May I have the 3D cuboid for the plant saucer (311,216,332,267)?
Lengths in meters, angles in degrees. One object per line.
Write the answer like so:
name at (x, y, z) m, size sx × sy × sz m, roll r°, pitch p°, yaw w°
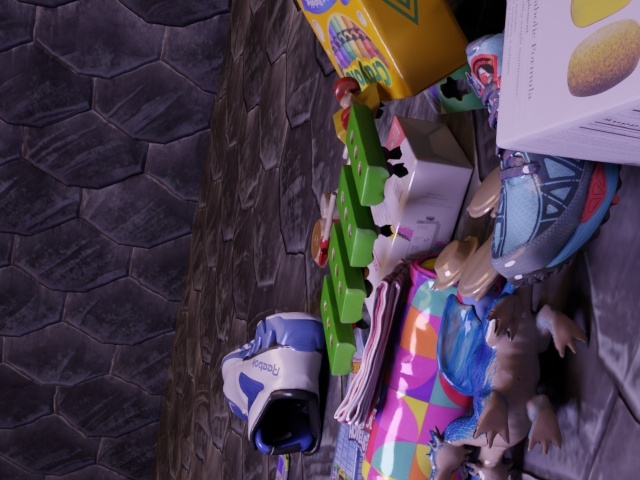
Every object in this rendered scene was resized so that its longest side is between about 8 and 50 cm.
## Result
plant saucer at (0.000, 0.000, 1.769) m, size 0.083 × 0.015 × 0.083 m, roll -174°, pitch 90°, yaw -76°

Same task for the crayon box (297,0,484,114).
crayon box at (0.043, -0.253, 1.184) m, size 0.323 × 0.083 × 0.203 m, roll 59°, pitch 170°, yaw -9°

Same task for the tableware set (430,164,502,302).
tableware set at (0.144, -0.012, 0.957) m, size 0.141 × 0.020 × 0.169 m, roll -55°, pitch 13°, yaw -7°

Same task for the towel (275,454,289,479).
towel at (-0.063, 0.376, 1.869) m, size 0.060 × 0.009 × 0.083 m, roll -119°, pitch 37°, yaw -69°

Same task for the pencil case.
pencil case at (0.109, 0.131, 1.088) m, size 0.104 × 0.104 × 0.236 m, roll -119°, pitch 37°, yaw -68°

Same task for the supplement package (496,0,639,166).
supplement package at (0.214, -0.128, 0.679) m, size 0.244 × 0.134 × 0.139 m, roll 165°, pitch 110°, yaw -76°

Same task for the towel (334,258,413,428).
towel at (0.057, 0.094, 1.137) m, size 0.197 × 0.029 × 0.144 m, roll -28°, pitch -46°, yaw -80°

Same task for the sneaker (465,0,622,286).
sneaker at (0.147, -0.096, 0.844) m, size 0.104 × 0.125 × 0.262 m, roll -21°, pitch 49°, yaw 57°

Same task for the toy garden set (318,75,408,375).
toy garden set at (0.038, -0.025, 1.153) m, size 0.204 × 0.049 × 0.244 m, roll -100°, pitch 15°, yaw -53°

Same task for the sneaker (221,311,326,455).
sneaker at (-0.076, 0.244, 1.733) m, size 0.315 × 0.127 × 0.182 m, roll 123°, pitch 153°, yaw -59°

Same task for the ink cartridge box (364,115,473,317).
ink cartridge box at (0.096, -0.021, 1.267) m, size 0.115 × 0.067 × 0.198 m, roll -106°, pitch 27°, yaw -58°

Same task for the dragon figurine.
dragon figurine at (0.148, 0.091, 0.960) m, size 0.144 × 0.085 × 0.289 m, roll -170°, pitch 87°, yaw -76°

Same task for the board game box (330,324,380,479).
board game box at (0.070, 0.196, 1.292) m, size 0.194 × 0.060 × 0.194 m, roll -169°, pitch 85°, yaw -77°
